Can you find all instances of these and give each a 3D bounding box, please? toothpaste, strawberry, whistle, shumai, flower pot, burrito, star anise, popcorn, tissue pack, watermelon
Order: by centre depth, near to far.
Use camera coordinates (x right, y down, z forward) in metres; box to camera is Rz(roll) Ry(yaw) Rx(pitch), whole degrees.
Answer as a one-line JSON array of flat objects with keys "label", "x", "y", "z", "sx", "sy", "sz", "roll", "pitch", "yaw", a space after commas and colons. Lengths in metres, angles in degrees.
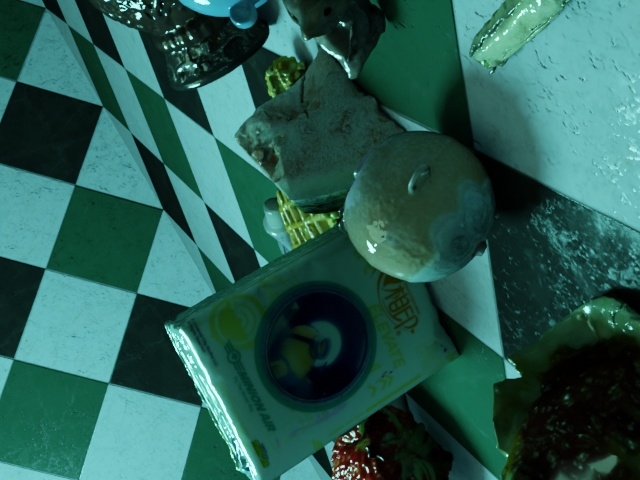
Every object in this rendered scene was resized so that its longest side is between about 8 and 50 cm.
[{"label": "burrito", "x": 0.188, "y": -0.209, "z": 0.738, "sx": 0.045, "sy": 0.041, "sz": 0.185, "roll": 20, "pitch": 165, "yaw": -10}, {"label": "shumai", "x": 0.330, "y": 0.222, "z": 0.799, "sx": 0.330, "sy": 0.291, "sz": 0.289, "roll": 27, "pitch": 107, "yaw": 49}, {"label": "star anise", "x": 0.003, "y": -0.327, "z": 0.949, "sx": 0.198, "sy": 0.110, "sz": 0.258, "roll": 14, "pitch": -118, "yaw": -81}, {"label": "whistle", "x": 0.128, "y": -0.020, "z": 1.015, "sx": 0.189, "sy": 0.189, "sz": 0.348, "roll": 56, "pitch": 176, "yaw": 15}, {"label": "watermelon", "x": 0.011, "y": -0.141, "z": 1.208, "sx": 0.232, "sy": 0.193, "sz": 0.310, "roll": 46, "pitch": -179, "yaw": -19}, {"label": "flower pot", "x": -0.225, "y": -0.397, "z": 1.258, "sx": 0.266, "sy": 0.266, "sz": 0.267, "roll": 32, "pitch": 156, "yaw": 57}, {"label": "tissue pack", "x": -0.009, "y": 0.157, "z": 1.259, "sx": 0.288, "sy": 0.388, "sz": 0.162, "roll": 65, "pitch": 160, "yaw": -13}, {"label": "popcorn", "x": -0.048, "y": -0.251, "z": 1.268, "sx": 0.057, "sy": 0.083, "sz": 0.082, "roll": -56, "pitch": -25, "yaw": -78}, {"label": "strawberry", "x": 0.121, "y": 0.457, "z": 1.557, "sx": 0.261, "sy": 0.258, "sz": 0.261, "roll": 34, "pitch": -156, "yaw": -17}, {"label": "toothpaste", "x": -0.078, "y": -0.002, "z": 1.767, "sx": 0.282, "sy": 0.068, "sz": 0.099, "roll": 72, "pitch": -168, "yaw": -59}]

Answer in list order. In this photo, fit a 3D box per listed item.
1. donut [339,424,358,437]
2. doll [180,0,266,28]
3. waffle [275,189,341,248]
[{"label": "donut", "x": 0.036, "y": 0.238, "z": 1.463, "sx": 0.128, "sy": 0.262, "sz": 0.208, "roll": 28, "pitch": 175, "yaw": 41}, {"label": "doll", "x": -0.138, "y": -0.420, "z": 1.040, "sx": 0.141, "sy": 0.177, "sz": 0.314, "roll": 44, "pitch": -153, "yaw": -81}, {"label": "waffle", "x": 0.003, "y": 0.008, "z": 1.547, "sx": 0.281, "sy": 0.058, "sz": 0.301, "roll": 31, "pitch": 146, "yaw": 55}]
